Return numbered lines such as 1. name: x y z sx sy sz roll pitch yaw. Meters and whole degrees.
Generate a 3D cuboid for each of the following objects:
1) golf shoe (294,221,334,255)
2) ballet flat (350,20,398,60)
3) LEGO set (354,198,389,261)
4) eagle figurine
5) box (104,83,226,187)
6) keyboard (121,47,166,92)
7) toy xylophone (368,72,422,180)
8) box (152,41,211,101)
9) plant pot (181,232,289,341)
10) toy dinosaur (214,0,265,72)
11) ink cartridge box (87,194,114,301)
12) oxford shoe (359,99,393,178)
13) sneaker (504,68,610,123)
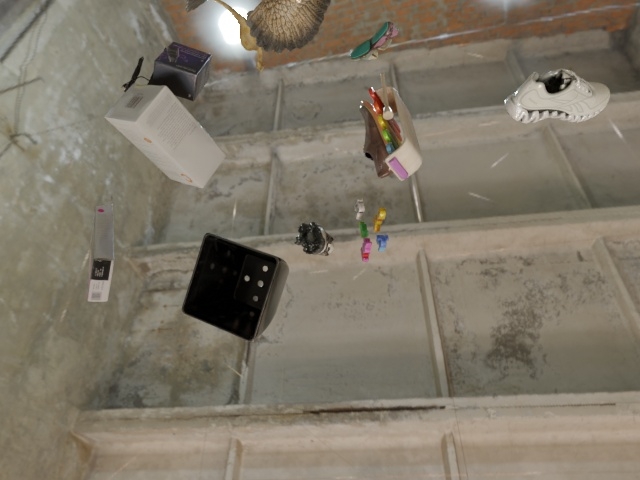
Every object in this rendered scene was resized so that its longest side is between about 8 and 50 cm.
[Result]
1. golf shoe: 0.000 0.000 1.061 0.198 0.093 0.077 -141 -108 -74
2. ballet flat: 0.214 -0.758 1.688 0.221 0.079 0.077 -25 -126 47
3. LEGO set: 0.170 -0.052 1.388 0.086 0.093 0.227 1 -127 -9
4. eagle figurine: -0.072 -0.489 0.749 0.225 0.226 0.299 -105 -141 -71
5. box: -0.545 -0.371 1.558 0.214 0.345 0.168 18 -112 36
6. keyboard: -0.696 -0.651 1.800 0.033 0.201 0.318 14 -101 47
7. toy xylophone: 0.215 -0.353 1.296 0.081 0.236 0.323 -24 -136 25
8. box: -0.502 -0.619 1.585 0.153 0.108 0.207 15 -139 -10
9. plant pot: -0.171 0.102 1.001 0.187 0.167 0.188 18 -88 18
10. toy dinosaur: -0.151 -0.458 0.933 0.053 0.183 0.093 8 -125 43
11. ink cartridge box: -0.732 0.015 1.448 0.069 0.176 0.371 7 -146 -28
12. oxford shoe: 0.198 -0.383 1.602 0.132 0.129 0.364 -38 -133 24
13. sneaker: 0.619 -0.370 1.090 0.291 0.118 0.110 -10 -119 -15
